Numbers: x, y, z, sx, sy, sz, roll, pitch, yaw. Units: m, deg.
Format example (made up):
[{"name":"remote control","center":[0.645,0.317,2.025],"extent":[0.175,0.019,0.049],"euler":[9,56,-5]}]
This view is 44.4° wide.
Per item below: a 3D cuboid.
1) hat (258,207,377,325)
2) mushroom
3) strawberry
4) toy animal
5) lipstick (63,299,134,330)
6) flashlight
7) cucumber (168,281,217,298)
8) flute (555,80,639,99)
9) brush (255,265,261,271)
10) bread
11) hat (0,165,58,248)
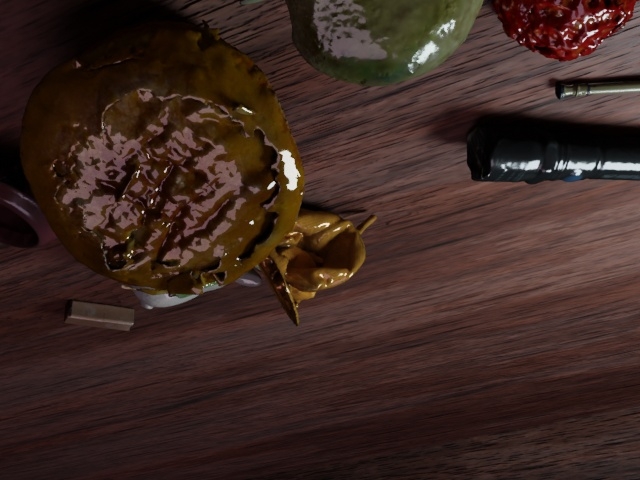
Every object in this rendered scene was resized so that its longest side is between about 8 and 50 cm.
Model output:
[{"name":"hat","center":[0.000,0.000,1.456],"extent":[0.233,0.244,0.233],"euler":[-28,-178,-11]},{"name":"mushroom","center":[0.063,-0.304,0.851],"extent":[0.292,0.212,0.217],"euler":[9,157,-10]},{"name":"strawberry","center":[0.296,-0.304,0.960],"extent":[0.190,0.111,0.236],"euler":[-20,147,29]},{"name":"toy animal","center":[-0.224,0.035,1.464],"extent":[0.283,0.138,0.140],"euler":[-19,151,19]},{"name":"lipstick","center":[-0.494,0.168,1.753],"extent":[0.145,0.045,0.045],"euler":[11,146,-26]},{"name":"flashlight","center":[0.451,-0.136,1.305],"extent":[0.424,0.103,0.103],"euler":[2,150,-13]},{"name":"cucumber","center":[-0.177,0.012,1.229],"extent":[0.115,0.193,0.085],"euler":[-8,110,2]},{"name":"flute","center":[0.476,-0.235,1.198],"extent":[0.233,0.027,0.027],"euler":[-3,151,-2]},{"name":"brush","center":[-0.089,0.073,1.678],"extent":[0.043,0.014,0.170],"euler":[-19,150,20]},{"name":"bread","center":[-0.198,-0.110,1.040],"extent":[0.337,0.204,0.358],"euler":[-14,121,3]},{"name":"hat","center":[-0.506,-0.065,1.274],"extent":[0.206,0.089,0.205],"euler":[15,151,9]}]
